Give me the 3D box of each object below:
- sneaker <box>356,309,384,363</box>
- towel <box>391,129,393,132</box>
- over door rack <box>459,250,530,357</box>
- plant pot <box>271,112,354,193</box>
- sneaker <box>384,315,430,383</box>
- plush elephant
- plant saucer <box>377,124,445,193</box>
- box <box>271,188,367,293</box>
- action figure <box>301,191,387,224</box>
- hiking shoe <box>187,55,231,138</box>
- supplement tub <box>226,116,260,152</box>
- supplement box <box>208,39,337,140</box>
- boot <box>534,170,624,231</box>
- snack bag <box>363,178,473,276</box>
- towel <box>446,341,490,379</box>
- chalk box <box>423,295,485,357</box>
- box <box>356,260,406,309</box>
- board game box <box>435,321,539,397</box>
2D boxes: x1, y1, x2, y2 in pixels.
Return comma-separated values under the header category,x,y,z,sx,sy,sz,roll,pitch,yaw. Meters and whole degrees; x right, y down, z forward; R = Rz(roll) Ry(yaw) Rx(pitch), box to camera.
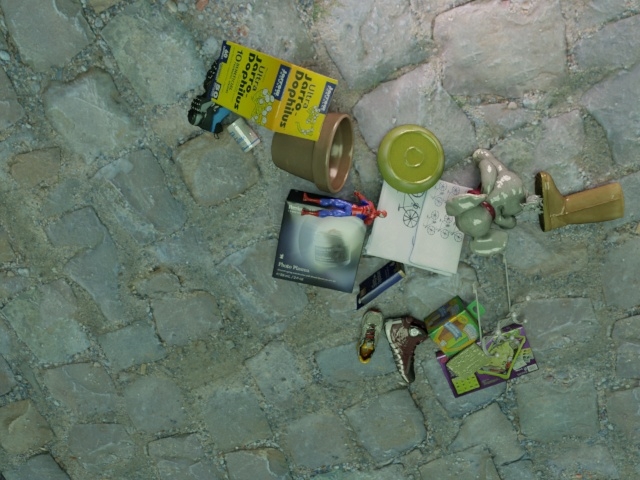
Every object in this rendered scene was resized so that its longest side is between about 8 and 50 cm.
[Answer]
category,x,y,z,sx,sy,sz,roll,pitch,yaw
sneaker,0.196,0.375,2.031,0.088,0.092,0.225,9,109,1
towel,0.279,-0.324,1.821,0.119,0.029,0.067,36,103,-7
over door rack,0.639,0.223,1.874,0.108,0.239,0.324,-1,117,51
plant pot,-0.033,-0.299,1.756,0.229,0.263,0.263,10,110,19
sneaker,0.360,0.417,2.022,0.163,0.106,0.281,-18,106,14
plush elephant,0.532,-0.107,1.716,0.255,0.330,0.272,-26,113,1
plant saucer,0.313,-0.280,1.780,0.241,0.037,0.241,0,87,-7
box,0.000,0.000,1.872,0.296,0.183,0.294,11,108,0
action figure,0.083,-0.109,1.688,0.280,0.139,0.091,7,77,-4
hiking shoe,-0.329,-0.506,1.778,0.132,0.113,0.304,26,104,-37
supplement tub,-0.267,-0.366,1.822,0.071,0.071,0.107,-36,103,14
supplement box,-0.155,-0.463,1.616,0.356,0.195,0.194,33,111,39
boot,0.892,-0.157,1.812,0.270,0.089,0.236,-13,118,8
snack bag,0.345,-0.069,1.813,0.343,0.037,0.323,15,86,-11
towel,0.570,0.464,2.024,0.110,0.027,0.148,41,107,-9
chalk box,0.517,0.309,1.966,0.213,0.132,0.132,-39,103,15
box,0.211,0.158,1.932,0.225,0.136,0.036,-39,103,15
board game box,0.653,0.473,2.059,0.347,0.056,0.208,-23,110,11
